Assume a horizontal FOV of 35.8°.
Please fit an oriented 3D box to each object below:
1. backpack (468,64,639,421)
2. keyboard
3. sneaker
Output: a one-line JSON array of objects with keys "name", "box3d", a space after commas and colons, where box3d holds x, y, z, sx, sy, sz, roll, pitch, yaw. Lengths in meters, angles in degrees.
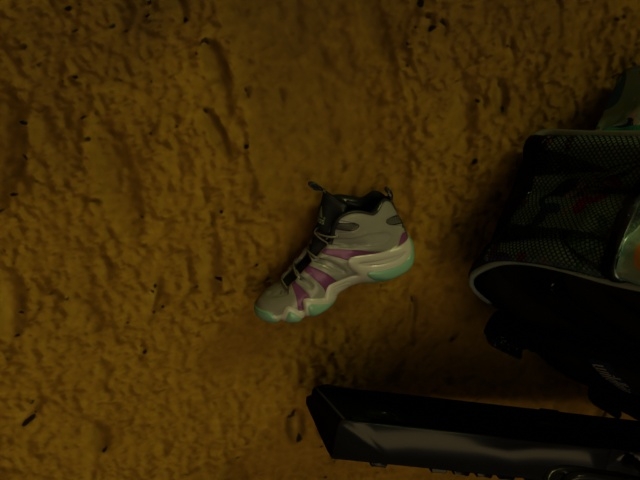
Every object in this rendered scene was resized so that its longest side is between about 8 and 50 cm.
[{"name": "backpack", "box3d": [0.233, 0.022, 0.499, 0.225, 0.253, 0.191, 33, 84, -24]}, {"name": "keyboard", "box3d": [0.158, 0.124, 0.544, 0.317, 0.201, 0.033, 7, 90, -9]}, {"name": "sneaker", "box3d": [0.000, 0.000, 0.552, 0.098, 0.038, 0.069, -26, 118, -12]}]
